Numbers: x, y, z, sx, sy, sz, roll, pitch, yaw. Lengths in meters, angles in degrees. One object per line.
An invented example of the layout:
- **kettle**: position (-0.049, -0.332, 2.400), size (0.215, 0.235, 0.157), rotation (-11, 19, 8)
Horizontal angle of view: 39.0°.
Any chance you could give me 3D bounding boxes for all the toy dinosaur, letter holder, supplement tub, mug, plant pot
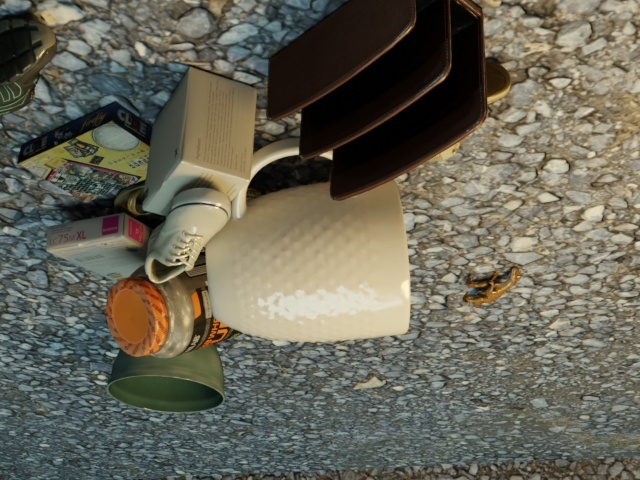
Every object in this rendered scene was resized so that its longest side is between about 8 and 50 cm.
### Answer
- **toy dinosaur**: position (0.372, 0.125, 2.040), size (0.112, 0.064, 0.211), rotation (12, 151, -20)
- **letter holder**: position (0.071, -0.209, 1.279), size (0.152, 0.214, 0.302), rotation (24, 145, -35)
- **supplement tub**: position (-0.262, 0.124, 1.826), size (0.193, 0.194, 0.316), rotation (-25, 173, 41)
- **mug**: position (-0.030, -0.001, 1.539), size (0.328, 0.276, 0.374), rotation (-5, 122, -2)
- **plant pot**: position (-0.379, 0.300, 2.286), size (0.293, 0.196, 0.293), rotation (3, 152, 1)

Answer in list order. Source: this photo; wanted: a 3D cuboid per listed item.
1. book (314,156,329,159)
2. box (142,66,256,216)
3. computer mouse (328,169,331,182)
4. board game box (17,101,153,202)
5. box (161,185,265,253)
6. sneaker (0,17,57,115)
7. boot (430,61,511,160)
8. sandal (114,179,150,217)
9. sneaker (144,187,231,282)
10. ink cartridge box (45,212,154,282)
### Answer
- **book**: position (0.054, -0.171, 1.547), size (0.144, 0.035, 0.096), rotation (-2, 155, 9)
- **box**: position (-0.195, -0.146, 1.453), size (0.119, 0.182, 0.181), rotation (15, 150, -24)
- **computer mouse**: position (0.050, -0.104, 1.662), size (0.106, 0.042, 0.193), rotation (2, 155, -2)
- **board game box**: position (-0.393, -0.151, 1.607), size (0.243, 0.042, 0.165), rotation (-16, 147, 31)
- **box**: position (-0.211, -0.040, 1.735), size (0.175, 0.051, 0.220), rotation (6, 153, -13)
- **sneaker**: position (-0.481, -0.259, 1.386), size (0.267, 0.101, 0.106), rotation (-20, 167, 34)
- **boot**: position (0.207, -0.199, 1.436), size (0.213, 0.077, 0.165), rotation (-14, 152, 16)
- **sandal**: position (-0.335, -0.077, 1.732), size (0.180, 0.049, 0.072), rotation (-22, 144, 37)
- **sneaker**: position (-0.211, 0.000, 1.438), size (0.094, 0.091, 0.258), rotation (14, 153, -21)
- **ink cartridge box**: position (-0.402, 0.028, 1.892), size (0.185, 0.065, 0.311), rotation (-9, 157, 20)
